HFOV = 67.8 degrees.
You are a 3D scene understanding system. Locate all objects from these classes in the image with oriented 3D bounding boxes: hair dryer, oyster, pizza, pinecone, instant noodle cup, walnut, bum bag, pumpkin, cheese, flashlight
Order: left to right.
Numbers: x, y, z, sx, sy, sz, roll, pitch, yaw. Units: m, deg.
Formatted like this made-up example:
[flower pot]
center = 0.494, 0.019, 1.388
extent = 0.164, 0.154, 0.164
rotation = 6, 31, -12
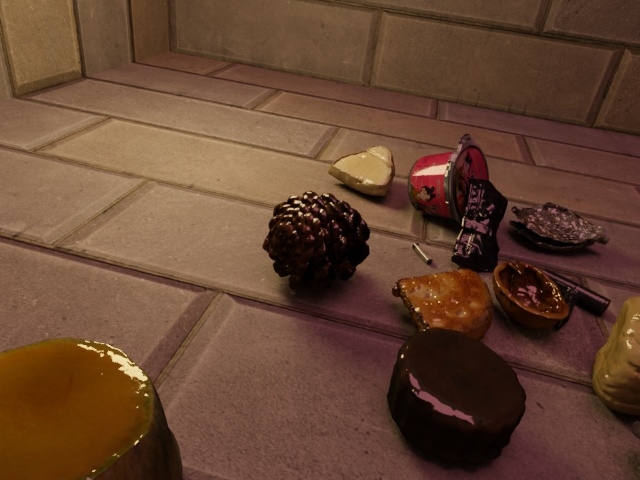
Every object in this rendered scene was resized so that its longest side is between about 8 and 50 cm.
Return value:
[pumpkin]
center = -0.345, 0.279, 0.614
extent = 0.332, 0.199, 0.332
rotation = 8, 33, -5
[pinecone]
center = 0.004, -0.001, 1.120
extent = 0.257, 0.244, 0.243
rotation = 1, 32, -22
[flashlight]
center = 0.282, 0.035, 1.323
extent = 0.018, 0.018, 0.083
rotation = -4, 33, -20
[pizza]
center = 0.271, 0.147, 1.075
extent = 0.226, 0.086, 0.335
rotation = 17, 30, 23
[instant noodle cup]
center = 0.390, -0.174, 1.493
extent = 0.181, 0.303, 0.258
rotation = 6, 11, 43
[bum bag]
center = 0.457, -0.043, 1.350
extent = 0.137, 0.074, 0.310
rotation = 23, 67, -8
[walnut]
center = 0.483, 0.141, 1.130
extent = 0.167, 0.087, 0.211
rotation = 12, 33, -6
[oyster]
center = 0.725, -0.044, 1.471
extent = 0.267, 0.112, 0.198
rotation = 3, 31, -14
[hair dryer]
center = 0.594, 0.153, 1.185
extent = 0.194, 0.050, 0.173
rotation = -23, 40, -35
[cheese]
center = 0.615, 0.216, 0.925
extent = 0.117, 0.214, 0.226
rotation = 16, 39, 21

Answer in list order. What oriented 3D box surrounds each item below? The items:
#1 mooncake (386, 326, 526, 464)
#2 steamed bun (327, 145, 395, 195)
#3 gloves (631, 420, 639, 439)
[mooncake]
center = 0.230, 0.270, 0.832
extent = 0.228, 0.124, 0.228
rotation = 11, 31, -6
[steamed bun]
center = 0.174, -0.233, 1.651
extent = 0.231, 0.110, 0.212
rotation = 31, 55, 28
[gloves]
center = 0.591, 0.392, 0.711
extent = 0.119, 0.142, 0.285
rotation = 24, 20, -31
